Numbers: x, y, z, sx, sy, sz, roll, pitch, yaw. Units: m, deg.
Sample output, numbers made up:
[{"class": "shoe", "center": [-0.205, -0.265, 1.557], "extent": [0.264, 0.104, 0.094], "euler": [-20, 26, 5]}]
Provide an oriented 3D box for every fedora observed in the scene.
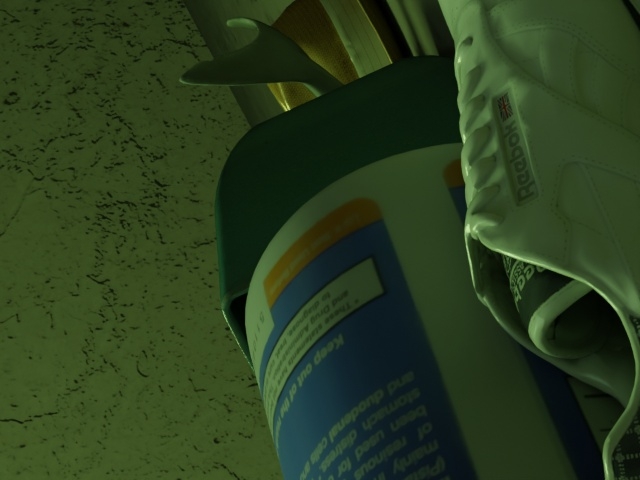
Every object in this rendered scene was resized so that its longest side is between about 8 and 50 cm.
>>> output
[{"class": "fedora", "center": [0.008, -0.106, 0.996], "extent": [0.194, 0.079, 0.194], "euler": [63, 176, 9]}]

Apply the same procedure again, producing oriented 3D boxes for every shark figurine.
[{"class": "shark figurine", "center": [0.013, -0.011, 0.920], "extent": [0.278, 0.166, 0.116], "euler": [79, -150, -51]}]

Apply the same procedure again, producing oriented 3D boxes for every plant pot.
[{"class": "plant pot", "center": [0.042, 0.006, 0.755], "extent": [0.234, 0.165, 0.165], "euler": [-112, -3, -62]}]

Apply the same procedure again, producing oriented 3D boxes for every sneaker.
[{"class": "sneaker", "center": [0.079, -0.027, 0.474], "extent": [0.235, 0.095, 0.090], "euler": [61, 178, 40]}]

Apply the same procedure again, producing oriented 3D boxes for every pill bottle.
[{"class": "pill bottle", "center": [0.073, 0.107, 0.507], "extent": [0.152, 0.152, 0.272], "euler": [67, -176, -48]}]
